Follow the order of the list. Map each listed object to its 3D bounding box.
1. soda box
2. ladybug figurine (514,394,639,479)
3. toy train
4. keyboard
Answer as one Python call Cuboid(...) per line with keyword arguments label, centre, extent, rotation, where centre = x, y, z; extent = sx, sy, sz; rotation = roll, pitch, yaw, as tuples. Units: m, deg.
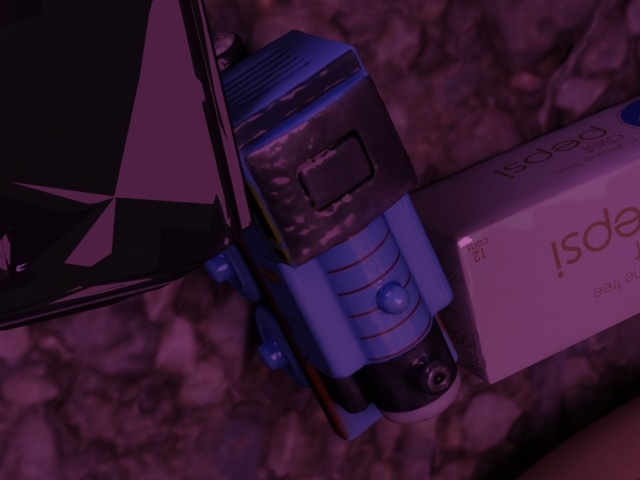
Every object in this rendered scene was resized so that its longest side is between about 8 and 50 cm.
Cuboid(label="soda box", centre=(0.141, -0.016, 0.745), extent=(0.216, 0.069, 0.074), rotation=(-24, 114, -21))
Cuboid(label="ladybug figurine", centre=(0.183, 0.239, 0.784), extent=(0.449, 0.162, 0.305), rotation=(-42, 118, -11))
Cuboid(label="toy train", centre=(0.000, 0.000, 0.655), extent=(0.080, 0.105, 0.184), rotation=(-33, 116, -15))
Cuboid(label="keyboard", centre=(-0.152, -0.119, 0.550), extent=(0.202, 0.033, 0.317), rotation=(-14, 98, -7))
